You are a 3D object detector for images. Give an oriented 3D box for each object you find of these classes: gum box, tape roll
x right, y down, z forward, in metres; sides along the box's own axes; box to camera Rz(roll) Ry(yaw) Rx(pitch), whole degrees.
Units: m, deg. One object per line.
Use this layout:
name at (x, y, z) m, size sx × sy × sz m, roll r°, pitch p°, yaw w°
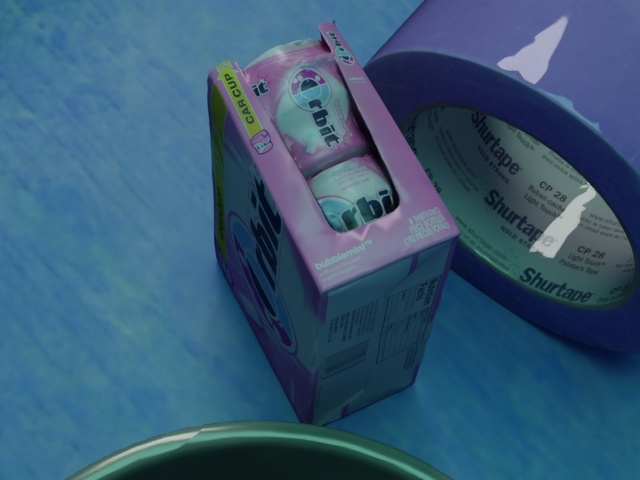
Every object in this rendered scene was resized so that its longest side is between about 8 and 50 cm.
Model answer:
gum box at (0.000, 0.000, 0.608) m, size 0.062 × 0.188 × 0.107 m, roll -23°, pitch 68°, yaw -13°
tape roll at (0.111, -0.040, 0.634) m, size 0.189 × 0.189 × 0.080 m, roll 37°, pitch 68°, yaw 14°

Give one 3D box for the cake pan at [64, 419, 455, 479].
cake pan at (-0.024, 0.221, 0.562) m, size 0.293 × 0.054 × 0.293 m, roll 3°, pitch 66°, yaw -8°
